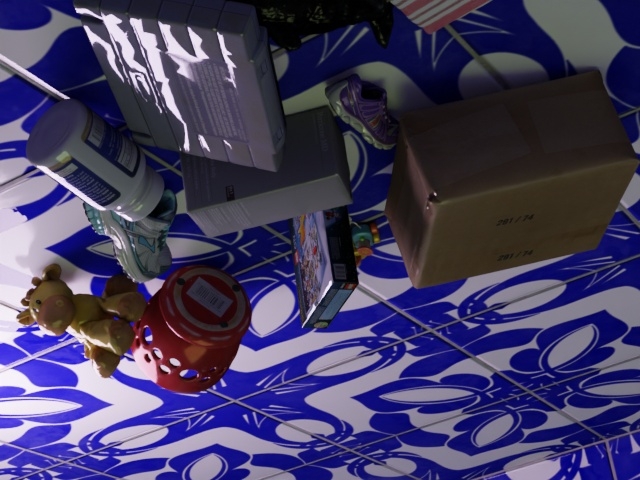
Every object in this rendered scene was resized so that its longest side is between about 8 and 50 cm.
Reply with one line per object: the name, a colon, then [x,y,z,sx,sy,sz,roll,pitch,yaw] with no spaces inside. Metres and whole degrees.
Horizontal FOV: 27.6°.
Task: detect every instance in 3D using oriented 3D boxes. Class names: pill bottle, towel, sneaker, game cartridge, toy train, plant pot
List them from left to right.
pill bottle: [-0.315,-0.108,1.851,0.112,0.112,0.187,-24,137,27]
sneaker: [-0.275,-0.023,2.058,0.122,0.110,0.283,-16,151,8]
game cartridge: [-0.167,-0.210,1.693,0.230,0.068,0.355,8,157,8]
plant pot: [-0.226,0.151,2.306,0.191,0.191,0.174,5,145,-23]
toy train: [0.033,0.019,2.276,0.125,0.046,0.166,9,148,-29]
sneaker: [0.078,-0.188,1.888,0.071,0.068,0.170,-33,147,19]
towel: [0.144,-0.345,1.648,0.144,0.029,0.197,-27,144,26]

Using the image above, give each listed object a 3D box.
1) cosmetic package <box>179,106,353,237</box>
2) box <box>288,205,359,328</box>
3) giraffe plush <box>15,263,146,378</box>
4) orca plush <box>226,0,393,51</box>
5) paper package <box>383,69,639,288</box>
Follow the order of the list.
cosmetic package: [-0.079,-0.100,1.944,0.238,0.127,0.107,-16,151,12]
box: [0.000,0.000,2.034,0.044,0.233,0.159,2,150,-19]
giraffe plush: [-0.428,0.123,2.270,0.170,0.181,0.210,24,174,-29]
orca plush: [-0.036,-0.271,1.661,0.287,0.102,0.151,8,148,-28]
paper package: [0.277,-0.085,1.974,0.325,0.168,0.309,-14,154,-10]
